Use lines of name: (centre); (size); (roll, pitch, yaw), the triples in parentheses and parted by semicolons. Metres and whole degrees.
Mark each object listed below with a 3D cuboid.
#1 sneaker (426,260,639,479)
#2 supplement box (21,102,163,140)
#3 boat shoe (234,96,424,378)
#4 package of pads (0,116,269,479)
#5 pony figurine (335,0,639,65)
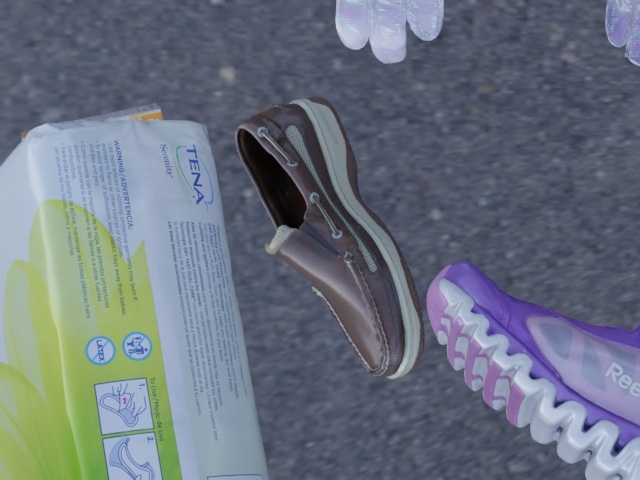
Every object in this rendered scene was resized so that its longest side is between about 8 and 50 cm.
sneaker: (0.174, 0.085, 1.200); (0.236, 0.095, 0.104); (39, 77, 8)
supplement box: (-0.154, -0.055, 1.348); (0.098, 0.036, 0.062); (-13, 102, -6)
boat shoe: (-0.003, 0.004, 1.600); (0.257, 0.095, 0.095); (66, 149, 23)
package of pads: (-0.128, 0.084, 0.982); (0.296, 0.101, 0.229); (-36, 61, 58)
pony figurine: (0.174, -0.310, 1.418); (0.363, 0.303, 0.351); (179, 92, -73)
